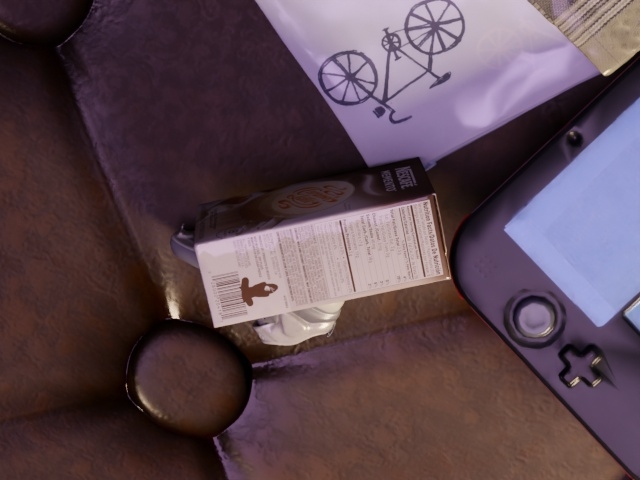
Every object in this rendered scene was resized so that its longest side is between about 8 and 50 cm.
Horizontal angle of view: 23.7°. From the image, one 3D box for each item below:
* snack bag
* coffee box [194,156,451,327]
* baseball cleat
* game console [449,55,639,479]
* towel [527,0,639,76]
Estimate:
[{"bbox_3d":[0.114,-0.254,1.563,0.323,0.037,0.342,-29,107,20],"label":"snack bag"},{"bbox_3d":[0.000,0.000,1.577,0.246,0.141,0.098,-12,109,0],"label":"coffee box"},{"bbox_3d":[-0.079,0.058,1.703,0.206,0.072,0.109,19,113,3],"label":"baseball cleat"},{"bbox_3d":[0.361,0.009,1.536,0.386,0.060,0.342,-43,85,8],"label":"game console"},{"bbox_3d":[0.284,-0.367,1.455,0.324,0.056,0.312,-43,107,12],"label":"towel"}]
